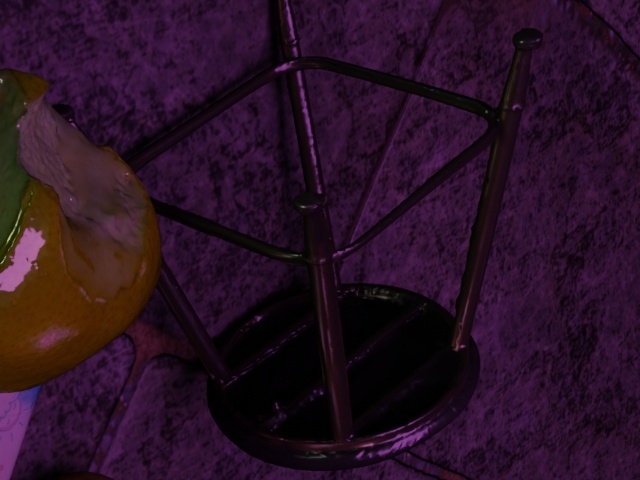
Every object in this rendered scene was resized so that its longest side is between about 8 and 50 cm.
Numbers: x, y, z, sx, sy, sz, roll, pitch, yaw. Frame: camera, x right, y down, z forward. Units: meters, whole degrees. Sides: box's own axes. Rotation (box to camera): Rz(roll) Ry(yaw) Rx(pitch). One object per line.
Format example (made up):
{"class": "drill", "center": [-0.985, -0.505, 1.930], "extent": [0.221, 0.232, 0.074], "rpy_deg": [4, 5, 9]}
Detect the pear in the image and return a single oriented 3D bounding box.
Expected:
{"class": "pear", "center": [-0.249, 0.009, 1.693], "extent": [0.282, 0.176, 0.286], "rpy_deg": [39, 36, -49]}

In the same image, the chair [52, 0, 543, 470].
{"class": "chair", "center": [0.000, 0.000, 1.934], "extent": [0.365, 0.362, 0.410], "rpy_deg": [-37, 133, -36]}

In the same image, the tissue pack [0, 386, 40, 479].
{"class": "tissue pack", "center": [-0.391, 0.212, 1.716], "extent": [0.201, 0.124, 0.271], "rpy_deg": [23, 84, -51]}

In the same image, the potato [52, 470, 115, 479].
{"class": "potato", "center": [-0.290, 0.316, 1.910], "extent": [0.200, 0.081, 0.164], "rpy_deg": [-37, 137, -32]}
